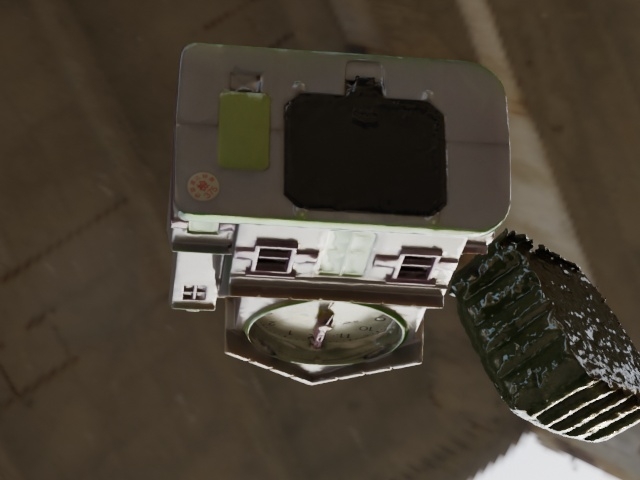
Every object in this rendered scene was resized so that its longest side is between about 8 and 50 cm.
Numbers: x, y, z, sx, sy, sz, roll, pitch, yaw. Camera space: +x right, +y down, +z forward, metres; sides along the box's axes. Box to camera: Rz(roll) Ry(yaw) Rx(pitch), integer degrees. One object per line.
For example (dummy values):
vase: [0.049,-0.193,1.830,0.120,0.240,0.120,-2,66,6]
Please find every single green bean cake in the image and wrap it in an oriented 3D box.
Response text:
green bean cake: [0.215,0.097,1.706,0.094,0.181,0.173,-40,-36,21]

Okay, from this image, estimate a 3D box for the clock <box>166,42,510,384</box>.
clock: [0.000,0.000,1.391,0.235,0.309,0.166,3,-116,-6]
